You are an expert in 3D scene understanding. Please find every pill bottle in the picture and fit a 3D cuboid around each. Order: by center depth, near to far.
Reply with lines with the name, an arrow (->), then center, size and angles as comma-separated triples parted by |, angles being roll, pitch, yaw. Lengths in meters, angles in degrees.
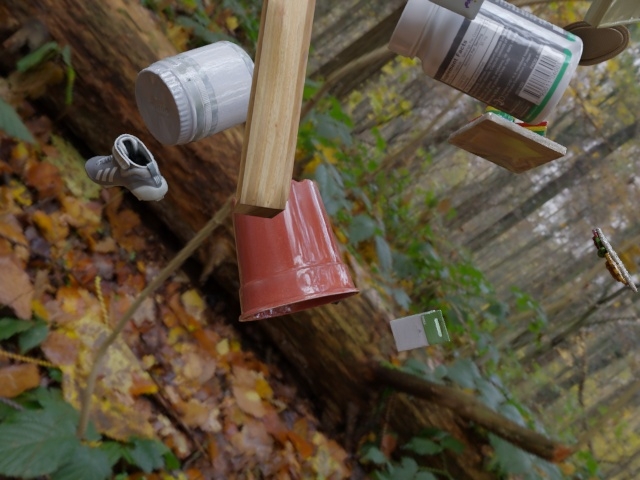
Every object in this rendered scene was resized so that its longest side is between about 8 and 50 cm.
pill bottle -> 0.338, -0.405, 1.563 | 0.361, 0.204, 0.204 | 26, 5, -1

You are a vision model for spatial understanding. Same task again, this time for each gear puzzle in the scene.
gear puzzle -> 0.784, 0.065, 2.014 | 0.175, 0.044, 0.339 | 58, 19, 2

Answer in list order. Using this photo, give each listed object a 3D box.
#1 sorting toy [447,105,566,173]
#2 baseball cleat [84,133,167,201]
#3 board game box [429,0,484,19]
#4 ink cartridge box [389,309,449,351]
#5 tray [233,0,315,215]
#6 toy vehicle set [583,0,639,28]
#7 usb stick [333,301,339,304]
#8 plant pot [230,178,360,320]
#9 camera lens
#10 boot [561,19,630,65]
sorting toy -> 0.548, -0.308, 2.187 | 0.257, 0.089, 0.255 | 22, -12, -12
baseball cleat -> -0.326, -0.132, 1.231 | 0.206, 0.072, 0.109 | 19, -47, 35
board game box -> 0.289, -0.556, 1.246 | 0.097, 0.303, 0.224 | 22, 37, -3
ink cartridge box -> 0.340, 0.296, 2.483 | 0.062, 0.209, 0.109 | -8, 82, -51
tray -> -0.068, -0.247, 1.167 | 0.203, 0.076, 0.411 | 169, -72, -80
toy vehicle set -> 0.617, -0.529, 1.399 | 0.035, 0.166, 0.267 | 50, -42, 28
usb stick -> -0.036, 0.101, 2.416 | 0.278, 0.077, 0.045 | 38, 8, 9
plant pot -> -0.076, 0.019, 1.652 | 0.272, 0.272, 0.265 | 33, 42, -78
camera lens -> -0.306, -0.379, 1.923 | 0.219, 0.274, 0.219 | 30, -46, 36
boot -> 0.617, -0.472, 1.832 | 0.220, 0.283, 0.109 | -30, 103, -57
